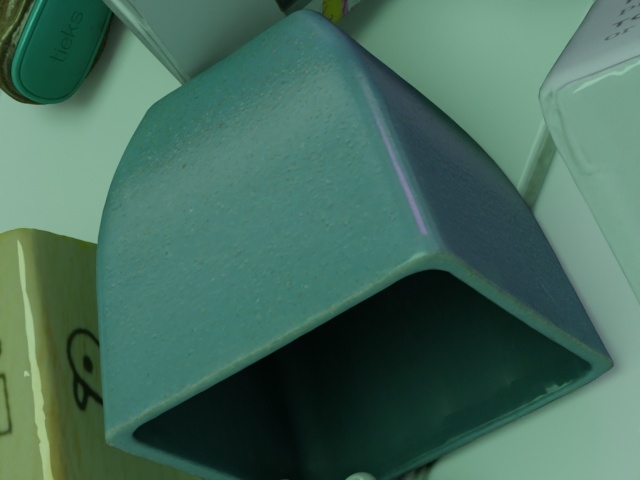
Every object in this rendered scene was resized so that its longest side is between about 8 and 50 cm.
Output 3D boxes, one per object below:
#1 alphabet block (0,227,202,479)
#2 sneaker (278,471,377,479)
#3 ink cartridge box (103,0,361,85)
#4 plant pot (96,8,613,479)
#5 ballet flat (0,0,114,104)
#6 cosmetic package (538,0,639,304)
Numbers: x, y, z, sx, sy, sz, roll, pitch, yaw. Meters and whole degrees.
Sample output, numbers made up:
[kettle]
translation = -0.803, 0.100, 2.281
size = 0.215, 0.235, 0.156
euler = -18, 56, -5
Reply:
[alphabet block]
translation = -0.222, 0.119, 1.207
size = 0.193, 0.192, 0.197
euler = -17, 74, 24
[sneaker]
translation = -0.029, 0.202, 1.071
size = 0.191, 0.071, 0.083
euler = -23, 66, 25
[ink cartridge box]
translation = -0.058, -0.266, 1.142
size = 0.270, 0.197, 0.198
euler = -41, 62, -2
[plant pot]
translation = 0.000, 0.000, 1.081
size = 0.248, 0.247, 0.252
euler = -31, 57, 21
[ballet flat]
translation = -0.175, -0.271, 1.313
size = 0.124, 0.116, 0.342
euler = 42, 107, 48
[cosmetic package]
translation = 0.340, -0.038, 0.741
size = 0.327, 0.393, 0.329
euler = -21, 103, 25
